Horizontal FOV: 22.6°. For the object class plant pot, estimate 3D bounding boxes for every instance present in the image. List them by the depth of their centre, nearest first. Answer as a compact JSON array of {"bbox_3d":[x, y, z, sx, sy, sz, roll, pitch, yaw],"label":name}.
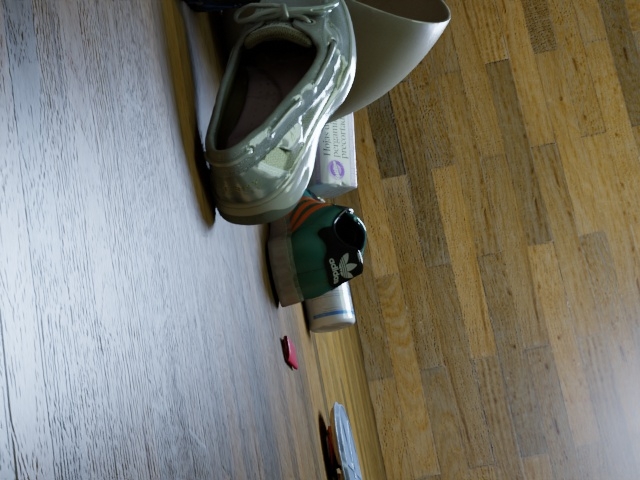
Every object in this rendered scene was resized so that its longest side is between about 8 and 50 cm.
[{"bbox_3d":[-0.009,-0.256,1.977,0.284,0.284,0.191,-95,-151,-64],"label":"plant pot"}]

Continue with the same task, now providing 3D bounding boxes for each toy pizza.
[{"bbox_3d":[0.033,0.327,2.241,0.201,0.032,0.201,-12,90,-85],"label":"toy pizza"}]

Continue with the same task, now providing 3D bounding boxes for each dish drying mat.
[{"bbox_3d":[-0.037,0.136,1.941,0.083,0.008,0.032,68,12,-77],"label":"dish drying mat"}]

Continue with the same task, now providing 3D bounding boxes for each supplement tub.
[{"bbox_3d":[0.008,0.077,2.357,0.071,0.071,0.107,64,15,-76],"label":"supplement tub"}]

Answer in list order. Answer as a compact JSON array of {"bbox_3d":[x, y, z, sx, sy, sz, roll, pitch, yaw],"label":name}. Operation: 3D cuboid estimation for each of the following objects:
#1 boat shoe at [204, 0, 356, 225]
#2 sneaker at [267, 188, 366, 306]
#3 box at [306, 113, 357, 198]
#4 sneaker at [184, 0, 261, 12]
[{"bbox_3d":[-0.044,-0.161,1.579,0.103,0.118,0.320,69,30,-46],"label":"boat shoe"},{"bbox_3d":[0.000,0.000,2.056,0.302,0.121,0.108,-94,171,-69],"label":"sneaker"},{"bbox_3d":[0.001,-0.222,2.231,0.067,0.063,0.323,-21,-113,53],"label":"box"},{"bbox_3d":[-0.104,-0.284,1.664,0.211,0.080,0.081,9,73,-88],"label":"sneaker"}]
